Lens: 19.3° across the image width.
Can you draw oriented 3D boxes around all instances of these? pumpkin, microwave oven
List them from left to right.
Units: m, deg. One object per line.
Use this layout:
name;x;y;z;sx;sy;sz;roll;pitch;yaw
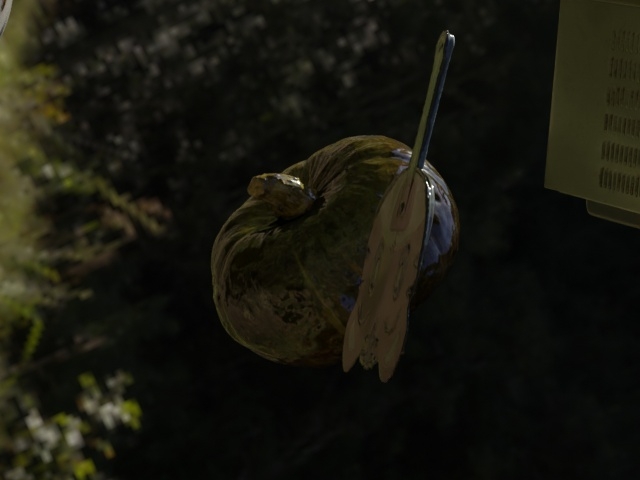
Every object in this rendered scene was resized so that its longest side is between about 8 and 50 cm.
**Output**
pumpkin;0.000;0.000;1.533;0.162;0.219;0.219;49;21;-21
microwave oven;0.307;-0.101;1.400;0.240;0.145;0.194;-3;99;-32

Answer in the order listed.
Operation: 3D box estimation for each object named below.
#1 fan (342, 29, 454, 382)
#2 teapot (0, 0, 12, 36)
fan;0.054;-0.022;1.189;0.152;0.008;0.227;-172;-85;-78
teapot;-0.370;-0.231;1.640;0.165;0.208;0.300;6;50;-43
